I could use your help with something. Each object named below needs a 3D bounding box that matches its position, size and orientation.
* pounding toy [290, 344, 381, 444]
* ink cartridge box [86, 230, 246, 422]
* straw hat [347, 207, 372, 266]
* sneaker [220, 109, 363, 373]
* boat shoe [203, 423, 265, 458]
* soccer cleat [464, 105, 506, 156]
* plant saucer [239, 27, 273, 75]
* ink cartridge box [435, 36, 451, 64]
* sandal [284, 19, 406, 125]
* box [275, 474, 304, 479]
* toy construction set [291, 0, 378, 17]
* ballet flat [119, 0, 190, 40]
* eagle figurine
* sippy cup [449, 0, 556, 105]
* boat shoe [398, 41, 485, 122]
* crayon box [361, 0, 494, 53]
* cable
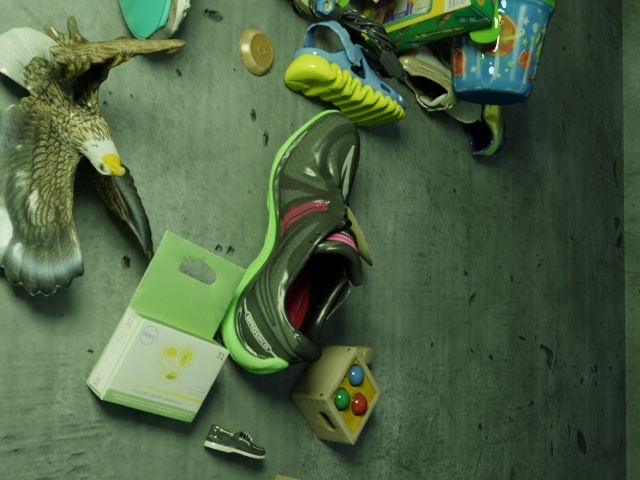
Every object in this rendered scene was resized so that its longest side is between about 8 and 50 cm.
[{"bbox_3d":[0.065,0.278,1.411,0.206,0.094,0.181,-54,128,-38],"label":"pounding toy"},{"bbox_3d":[-0.200,0.127,1.055,0.171,0.056,0.235,32,86,-46],"label":"ink cartridge box"},{"bbox_3d":[0.042,-0.002,1.419,0.061,0.144,0.145,-26,115,-6],"label":"straw hat"},{"bbox_3d":[0.000,0.000,1.255,0.185,0.202,0.483,38,59,-45],"label":"sneaker"},{"bbox_3d":[-0.133,0.323,1.198,0.125,0.046,0.038,27,72,-39],"label":"boat shoe"},{"bbox_3d":[0.405,-0.354,1.886,0.121,0.093,0.289,-21,104,-44],"label":"soccer cleat"},{"bbox_3d":[-0.106,-0.327,1.289,0.083,0.015,0.084,4,85,-52],"label":"plant saucer"},{"bbox_3d":[0.316,-0.423,1.767,0.056,0.099,0.135,-47,122,-41],"label":"ink cartridge box"},{"bbox_3d":[0.063,-0.316,1.425,0.317,0.126,0.138,23,66,-51],"label":"sandal"},{"bbox_3d":[-0.041,0.513,1.229,0.036,0.136,0.225,34,62,-47],"label":"box"},{"bbox_3d":[0.003,-0.520,1.297,0.327,0.151,0.215,34,88,-30],"label":"toy construction set"},{"bbox_3d":[-0.219,-0.483,1.046,0.147,0.146,0.409,-15,100,-51],"label":"ballet flat"},{"bbox_3d":[-0.300,-0.106,0.927,0.226,0.225,0.298,8,120,-15],"label":"eagle figurine"},{"bbox_3d":[0.375,-0.413,1.598,0.305,0.240,0.224,6,90,-34],"label":"sippy cup"},{"bbox_3d":[0.265,-0.346,1.700,0.302,0.113,0.103,34,64,-35],"label":"boat shoe"},{"bbox_3d":[0.212,-0.489,1.489,0.081,0.278,0.166,19,73,-42],"label":"crayon box"},{"bbox_3d":[0.096,-0.389,1.456,0.047,0.150,0.184,-45,130,2],"label":"cable"}]
